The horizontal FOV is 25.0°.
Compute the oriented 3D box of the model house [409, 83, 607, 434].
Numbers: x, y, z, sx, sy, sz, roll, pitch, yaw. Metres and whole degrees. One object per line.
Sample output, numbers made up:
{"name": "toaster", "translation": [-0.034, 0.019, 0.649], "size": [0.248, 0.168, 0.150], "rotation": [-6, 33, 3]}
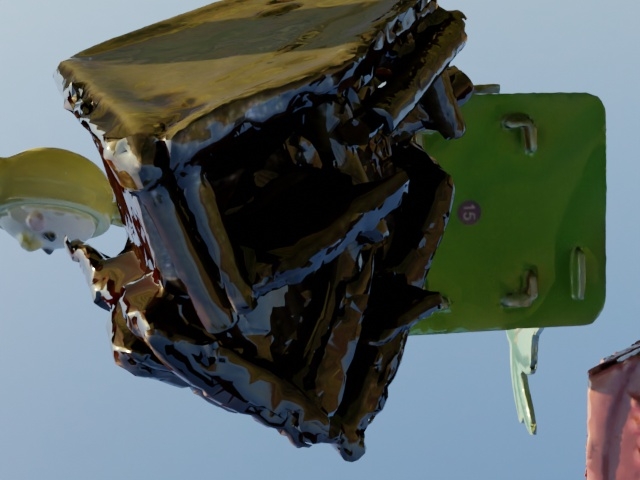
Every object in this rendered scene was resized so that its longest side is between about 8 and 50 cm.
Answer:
{"name": "model house", "translation": [0.075, 0.022, 1.349], "size": [0.300, 0.340, 0.323], "rotation": [-3, -172, -8]}

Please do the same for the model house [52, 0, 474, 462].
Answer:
{"name": "model house", "translation": [0.000, 0.000, 0.894], "size": [0.297, 0.282, 0.317], "rotation": [-18, -158, -16]}

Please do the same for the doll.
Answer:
{"name": "doll", "translation": [-0.296, -0.038, 1.184], "size": [0.296, 0.141, 0.117], "rotation": [14, -116, -7]}

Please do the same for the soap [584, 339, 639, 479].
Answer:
{"name": "soap", "translation": [0.289, 0.183, 1.145], "size": [0.162, 0.250, 0.099], "rotation": [2, -170, 26]}
